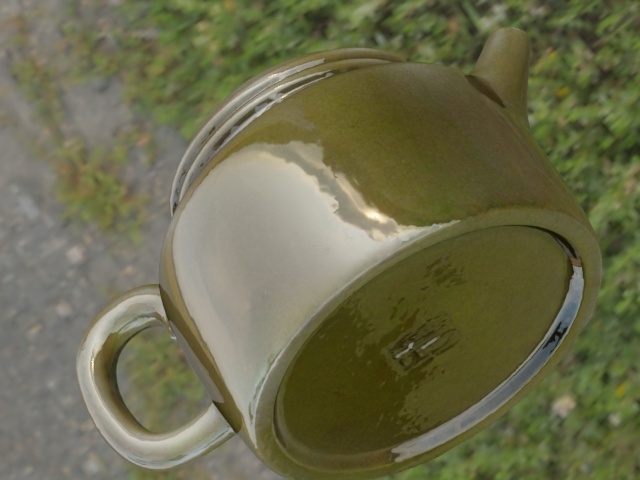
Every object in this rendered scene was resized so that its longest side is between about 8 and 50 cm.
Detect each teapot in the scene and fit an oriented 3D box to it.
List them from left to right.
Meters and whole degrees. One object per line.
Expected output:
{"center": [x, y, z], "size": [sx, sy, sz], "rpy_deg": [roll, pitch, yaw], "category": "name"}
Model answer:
{"center": [0.000, 0.000, 0.841], "size": [0.175, 0.267, 0.185], "rpy_deg": [57, -178, 37], "category": "teapot"}
